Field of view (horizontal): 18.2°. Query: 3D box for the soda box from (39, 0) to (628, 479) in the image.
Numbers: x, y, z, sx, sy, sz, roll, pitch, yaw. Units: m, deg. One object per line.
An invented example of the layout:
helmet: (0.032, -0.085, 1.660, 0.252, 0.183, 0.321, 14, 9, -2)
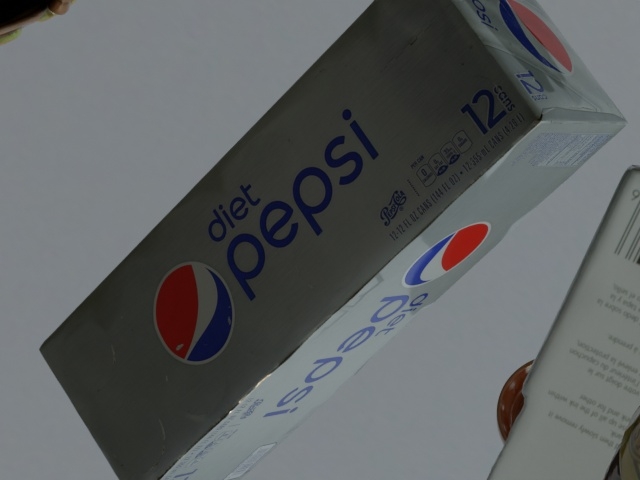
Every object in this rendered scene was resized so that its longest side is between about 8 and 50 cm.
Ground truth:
soda box: (0.000, 0.000, 0.928, 0.286, 0.091, 0.098, -45, -112, 27)

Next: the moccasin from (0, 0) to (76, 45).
moccasin: (-0.183, -0.201, 1.235, 0.147, 0.380, 0.139, 0, -70, 34)

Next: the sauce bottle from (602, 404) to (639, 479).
sauce bottle: (0.138, 0.050, 0.469, 0.344, 0.111, 0.111, -57, -130, 35)

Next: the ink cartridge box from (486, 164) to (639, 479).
ink cartridge box: (0.222, 0.127, 0.962, 0.275, 0.060, 0.239, 26, -84, 7)

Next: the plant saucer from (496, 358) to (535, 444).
plant saucer: (0.140, 0.100, 1.112, 0.084, 0.013, 0.083, 0, -127, 0)
